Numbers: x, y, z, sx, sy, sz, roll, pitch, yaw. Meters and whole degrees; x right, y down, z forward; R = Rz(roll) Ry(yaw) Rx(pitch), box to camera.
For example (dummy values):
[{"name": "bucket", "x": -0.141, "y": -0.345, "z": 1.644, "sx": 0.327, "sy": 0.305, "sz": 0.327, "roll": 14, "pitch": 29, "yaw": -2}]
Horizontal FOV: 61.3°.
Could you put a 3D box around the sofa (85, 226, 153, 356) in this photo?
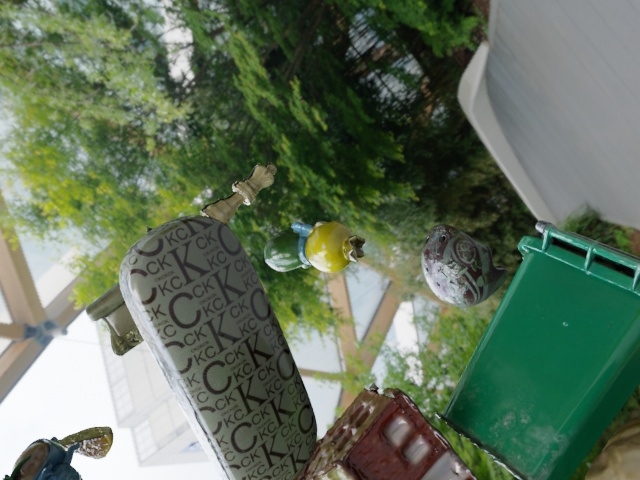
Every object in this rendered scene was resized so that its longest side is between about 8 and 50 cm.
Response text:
[{"name": "sofa", "x": -0.397, "y": 0.101, "z": 1.182, "sx": 0.182, "sy": 0.200, "sz": 0.258, "roll": 51, "pitch": 178, "yaw": -10}]

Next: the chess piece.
[{"name": "chess piece", "x": -0.152, "y": -0.091, "z": 1.048, "sx": 0.060, "sy": 0.172, "sz": 0.060, "roll": 39, "pitch": 161, "yaw": 16}]

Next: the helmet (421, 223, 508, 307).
[{"name": "helmet", "x": 0.263, "y": 0.065, "z": 1.057, "sx": 0.177, "sy": 0.107, "sz": 0.153, "roll": 43, "pitch": 160, "yaw": -18}]

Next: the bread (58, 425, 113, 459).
[{"name": "bread", "x": -0.648, "y": 0.570, "z": 1.553, "sx": 0.154, "sy": 0.135, "sz": 0.054, "roll": 39, "pitch": -156, "yaw": -42}]

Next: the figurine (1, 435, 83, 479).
[{"name": "figurine", "x": -0.532, "y": 0.451, "z": 1.041, "sx": 0.178, "sy": 0.114, "sz": 0.144, "roll": 24, "pitch": 173, "yaw": 30}]

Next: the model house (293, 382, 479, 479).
[{"name": "model house", "x": 0.076, "y": 0.378, "z": 0.830, "sx": 0.196, "sy": 0.254, "sz": 0.160, "roll": 49, "pitch": 166, "yaw": -3}]

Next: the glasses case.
[{"name": "glasses case", "x": -0.104, "y": 0.141, "z": 0.619, "sx": 0.085, "sy": 0.137, "sz": 0.355, "roll": 6, "pitch": 123, "yaw": 51}]

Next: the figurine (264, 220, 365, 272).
[{"name": "figurine", "x": 0.005, "y": 0.014, "z": 1.230, "sx": 0.185, "sy": 0.234, "sz": 0.128, "roll": -6, "pitch": -98, "yaw": -63}]

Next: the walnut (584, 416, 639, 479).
[{"name": "walnut", "x": 0.431, "y": 0.305, "z": 0.528, "sx": 0.297, "sy": 0.285, "sz": 0.285, "roll": 63, "pitch": -166, "yaw": -12}]

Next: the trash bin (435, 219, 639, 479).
[{"name": "trash bin", "x": 0.382, "y": 0.192, "z": 0.869, "sx": 0.259, "sy": 0.381, "sz": 0.295, "roll": 29, "pitch": 172, "yaw": 41}]
